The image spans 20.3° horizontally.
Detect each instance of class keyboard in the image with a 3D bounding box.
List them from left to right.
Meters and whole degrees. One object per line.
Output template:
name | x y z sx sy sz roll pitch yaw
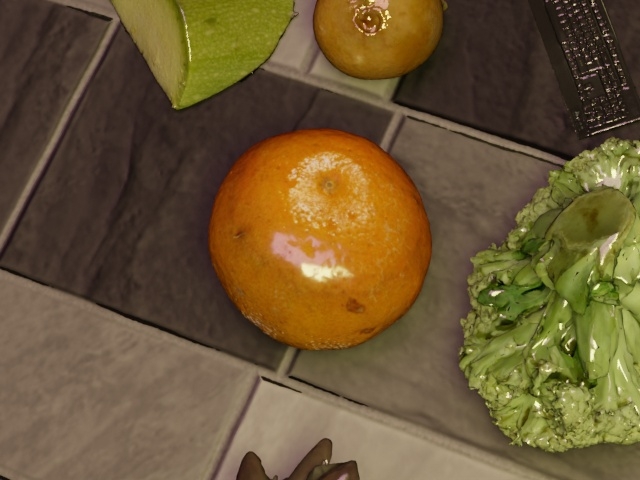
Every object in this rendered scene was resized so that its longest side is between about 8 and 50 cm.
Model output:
keyboard | 0.271 -0.200 1.846 0.074 0.015 0.197 -17 65 4

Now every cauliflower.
cauliflower | 0.245 0.046 1.622 0.272 0.250 0.275 -26 61 -3

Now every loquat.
loquat | 0.061 -0.233 1.833 0.141 0.141 0.141 -4 67 9

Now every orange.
orange | 0.000 0.000 1.731 0.224 0.170 0.224 5 56 -8

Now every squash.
squash | -0.126 -0.264 1.908 0.184 0.085 0.192 -32 67 -3

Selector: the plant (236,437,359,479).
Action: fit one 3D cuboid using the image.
plant | -0.054 0.338 1.595 0.194 0.181 0.321 35 76 27
